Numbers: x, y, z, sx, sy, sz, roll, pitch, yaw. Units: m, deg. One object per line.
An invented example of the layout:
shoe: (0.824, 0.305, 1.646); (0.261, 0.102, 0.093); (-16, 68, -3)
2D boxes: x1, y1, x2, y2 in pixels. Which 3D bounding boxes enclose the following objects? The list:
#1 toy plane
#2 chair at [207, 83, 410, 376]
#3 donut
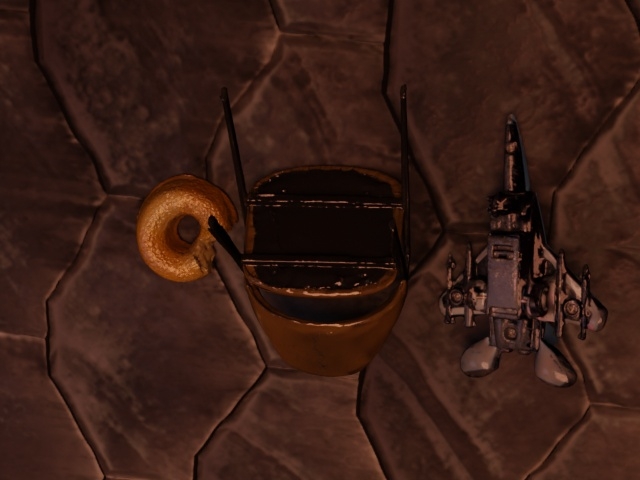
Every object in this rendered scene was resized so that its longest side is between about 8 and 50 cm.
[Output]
toy plane: (0.178, 0.010, 0.856); (0.169, 0.078, 0.246); (4, 109, 36)
chair: (0.000, 0.000, 0.842); (0.159, 0.172, 0.247); (1, 152, 7)
donut: (-0.137, -0.009, 0.913); (0.097, 0.043, 0.108); (22, 106, -1)
